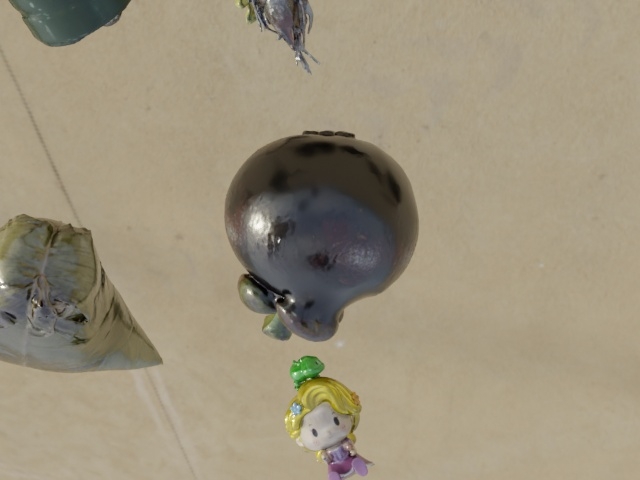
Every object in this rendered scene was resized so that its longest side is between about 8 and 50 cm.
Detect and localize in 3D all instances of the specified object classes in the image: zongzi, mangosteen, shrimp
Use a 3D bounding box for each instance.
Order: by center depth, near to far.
[{"bbox_3d":[-0.041,-0.243,0.807,0.056,0.065,0.165,-13,109,15],"label":"shrimp"},{"bbox_3d":[-0.246,0.081,0.902,0.300,0.145,0.273,26,156,-31],"label":"zongzi"},{"bbox_3d":[-0.003,-0.010,1.203,0.296,0.314,0.297,11,154,5],"label":"mangosteen"}]

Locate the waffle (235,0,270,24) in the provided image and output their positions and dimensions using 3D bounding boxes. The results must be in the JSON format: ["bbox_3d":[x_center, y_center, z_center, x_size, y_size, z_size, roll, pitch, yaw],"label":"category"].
[{"bbox_3d":[-0.127,-0.610,1.809,0.056,0.250,0.261,0,114,38],"label":"waffle"}]

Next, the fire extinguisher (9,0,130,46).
[{"bbox_3d":[-0.229,-0.279,0.513,0.095,0.114,0.311,-18,136,12],"label":"fire extinguisher"}]

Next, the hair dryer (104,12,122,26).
[{"bbox_3d":[-0.234,-0.452,0.942,0.120,0.304,0.359,13,127,-37],"label":"hair dryer"}]

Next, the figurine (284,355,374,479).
[{"bbox_3d":[0.002,0.214,0.991,0.156,0.094,0.115,61,168,3],"label":"figurine"}]
